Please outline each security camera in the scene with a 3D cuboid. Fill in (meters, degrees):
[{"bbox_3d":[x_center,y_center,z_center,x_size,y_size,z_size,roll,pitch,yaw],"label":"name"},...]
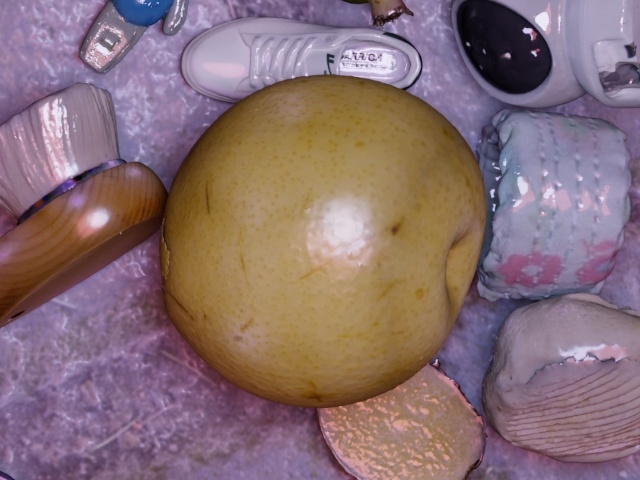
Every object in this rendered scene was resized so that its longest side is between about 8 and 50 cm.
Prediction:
[{"bbox_3d":[0.255,-0.237,1.792,0.236,0.194,0.195,8,96,32],"label":"security camera"}]

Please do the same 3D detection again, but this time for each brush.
[{"bbox_3d":[-0.298,-0.030,1.775,0.266,0.174,0.166,-36,85,15],"label":"brush"}]

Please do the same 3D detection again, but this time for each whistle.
[{"bbox_3d":[-0.177,-0.281,1.799,0.114,0.077,0.236,36,93,-16],"label":"whistle"}]

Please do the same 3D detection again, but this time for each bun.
[{"bbox_3d":[0.292,0.144,1.841,0.239,0.239,0.141,8,55,-8],"label":"bun"}]

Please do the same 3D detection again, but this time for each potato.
[{"bbox_3d":[0.089,0.193,1.883,0.200,0.081,0.164,35,99,-7],"label":"potato"}]

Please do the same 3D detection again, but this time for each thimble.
[{"bbox_3d":[0.244,-0.034,1.825,0.149,0.185,0.211,4,103,-7],"label":"thimble"}]

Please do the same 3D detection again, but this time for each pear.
[{"bbox_3d":[0.000,0.000,1.722,0.348,0.348,0.348,-1,96,-7],"label":"pear"}]

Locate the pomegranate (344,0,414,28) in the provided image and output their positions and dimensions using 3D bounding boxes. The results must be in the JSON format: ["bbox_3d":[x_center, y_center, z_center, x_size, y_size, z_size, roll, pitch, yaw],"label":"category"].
[{"bbox_3d":[0.055,-0.303,1.809,0.130,0.130,0.130,-1,96,-7],"label":"pomegranate"}]

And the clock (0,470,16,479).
[{"bbox_3d":[-0.368,0.331,1.850,0.110,0.050,0.153,38,91,-9],"label":"clock"}]

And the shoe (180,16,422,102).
[{"bbox_3d":[-0.014,-0.194,1.813,0.265,0.110,0.095,-2,97,-10],"label":"shoe"}]
